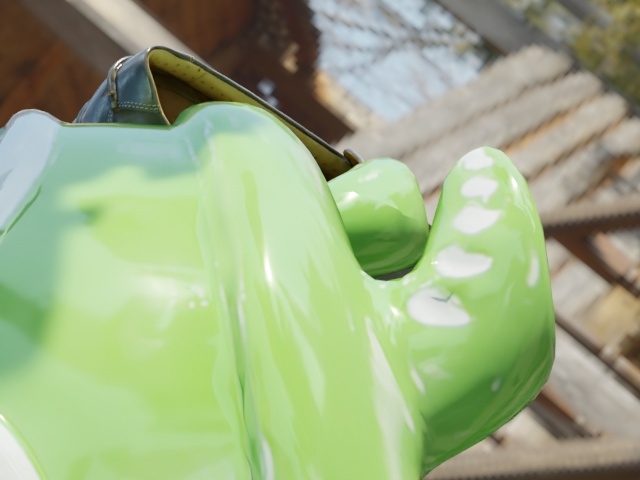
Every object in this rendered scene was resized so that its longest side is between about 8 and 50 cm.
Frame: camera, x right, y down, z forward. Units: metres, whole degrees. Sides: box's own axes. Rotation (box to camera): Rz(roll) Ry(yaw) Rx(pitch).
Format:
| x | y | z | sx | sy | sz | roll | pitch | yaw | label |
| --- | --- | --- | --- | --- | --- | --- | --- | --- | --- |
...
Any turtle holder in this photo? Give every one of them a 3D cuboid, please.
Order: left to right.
| x | y | z | sx | sy | sz | roll | pitch | yaw | label |
| --- | --- | --- | --- | --- | --- | --- | --- | --- | --- |
| -0.068 | 0.106 | 0.405 | 0.320 | 0.227 | 0.243 | -105 | 13 | -56 | turtle holder |

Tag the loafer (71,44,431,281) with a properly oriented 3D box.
| x | y | z | sx | sy | sz | roll | pitch | yaw | label |
| --- | --- | --- | --- | --- | --- | --- | --- | --- | --- |
| 0.000 | 0.000 | 0.588 | 0.061 | 0.170 | 0.062 | -52 | 14 | 51 | loafer |
